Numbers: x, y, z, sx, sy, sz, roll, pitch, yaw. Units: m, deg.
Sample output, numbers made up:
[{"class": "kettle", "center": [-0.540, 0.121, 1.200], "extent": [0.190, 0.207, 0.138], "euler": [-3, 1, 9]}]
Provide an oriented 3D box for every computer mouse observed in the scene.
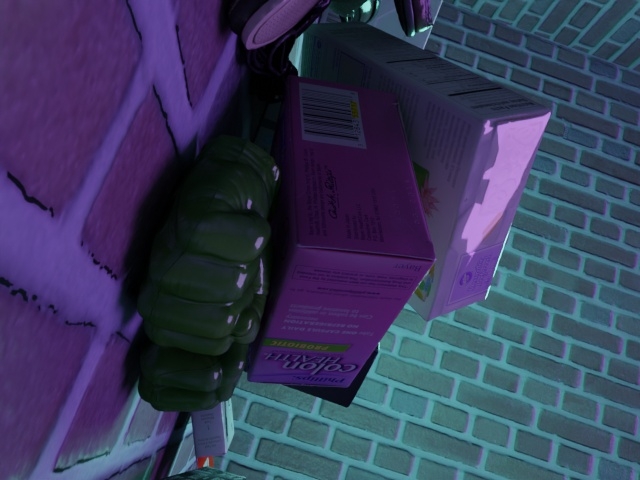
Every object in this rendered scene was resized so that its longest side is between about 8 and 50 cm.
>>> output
[{"class": "computer mouse", "center": [0.003, -0.270, 0.536], "extent": [0.188, 0.072, 0.272], "euler": [152, -43, -89]}]

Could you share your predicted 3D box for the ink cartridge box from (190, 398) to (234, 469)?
[{"class": "ink cartridge box", "center": [-0.199, 0.388, 1.050], "extent": [0.275, 0.060, 0.239], "euler": [116, -34, -76]}]

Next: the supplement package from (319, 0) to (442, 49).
[{"class": "supplement package", "center": [0.104, -0.409, 1.067], "extent": [0.145, 0.204, 0.262], "euler": [-70, 180, -63]}]

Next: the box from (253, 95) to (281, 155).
[{"class": "box", "center": [-0.082, -0.100, 0.778], "extent": [0.145, 0.038, 0.186], "euler": [115, -6, -79]}]

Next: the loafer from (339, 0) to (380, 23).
[{"class": "loafer", "center": [0.035, -0.393, 0.801], "extent": [0.302, 0.095, 0.109], "euler": [174, -109, -87]}]

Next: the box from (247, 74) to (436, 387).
[{"class": "box", "center": [0.000, 0.000, 0.562], "extent": [0.243, 0.117, 0.214], "euler": [111, -20, -49]}]

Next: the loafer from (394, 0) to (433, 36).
[{"class": "loafer", "center": [0.104, -0.360, 0.585], "extent": [0.096, 0.084, 0.268], "euler": [-96, 169, -57]}]

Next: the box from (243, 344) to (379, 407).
[{"class": "box", "center": [-0.036, 0.129, 1.094], "extent": [0.294, 0.296, 0.183], "euler": [-72, -178, -57]}]

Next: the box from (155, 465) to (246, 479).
[{"class": "box", "center": [-0.199, 0.438, 0.704], "extent": [0.307, 0.076, 0.243], "euler": [67, 36, -70]}]

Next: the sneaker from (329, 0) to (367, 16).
[{"class": "sneaker", "center": [0.044, -0.334, 0.668], "extent": [0.170, 0.089, 0.051], "euler": [-21, -106, 60]}]

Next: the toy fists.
[{"class": "toy fists", "center": [-0.095, 0.054, 0.466], "extent": [0.279, 0.096, 0.142], "euler": [113, -4, -47]}]

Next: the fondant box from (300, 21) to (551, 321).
[{"class": "fondant box", "center": [0.086, -0.101, 0.663], "extent": [0.330, 0.096, 0.238], "euler": [48, -38, 44]}]

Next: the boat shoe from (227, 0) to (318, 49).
[{"class": "boat shoe", "center": [-0.006, -0.242, 0.420], "extent": [0.233, 0.079, 0.084], "euler": [-56, -171, -16]}]
